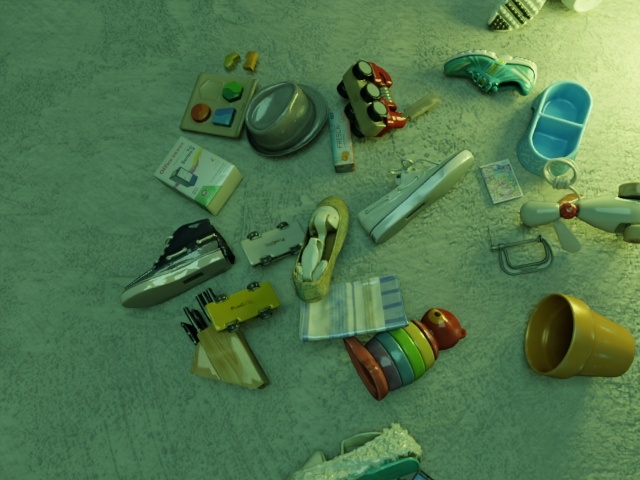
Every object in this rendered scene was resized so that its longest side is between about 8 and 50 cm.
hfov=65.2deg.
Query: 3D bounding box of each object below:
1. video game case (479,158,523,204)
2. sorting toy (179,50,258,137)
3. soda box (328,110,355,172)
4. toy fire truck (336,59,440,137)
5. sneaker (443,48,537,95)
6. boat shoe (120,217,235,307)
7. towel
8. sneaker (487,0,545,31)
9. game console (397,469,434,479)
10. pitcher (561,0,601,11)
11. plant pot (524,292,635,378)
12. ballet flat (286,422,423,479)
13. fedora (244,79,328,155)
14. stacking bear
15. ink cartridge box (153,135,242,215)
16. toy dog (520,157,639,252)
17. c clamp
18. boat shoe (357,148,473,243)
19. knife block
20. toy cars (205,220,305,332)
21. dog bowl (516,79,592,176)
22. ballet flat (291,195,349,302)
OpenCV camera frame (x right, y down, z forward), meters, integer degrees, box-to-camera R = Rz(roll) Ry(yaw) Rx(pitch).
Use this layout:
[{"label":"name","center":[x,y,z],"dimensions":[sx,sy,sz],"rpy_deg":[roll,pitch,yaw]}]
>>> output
[{"label":"video game case","center":[0.524,-0.171,1.453],"dimensions":[0.087,0.011,0.121],"rpy_deg":[-15,73,3]},{"label":"sorting toy","center":[-0.319,-0.486,1.615],"dimensions":[0.229,0.041,0.306],"rpy_deg":[11,76,19]},{"label":"soda box","center":[0.065,-0.301,1.523],"dimensions":[0.063,0.058,0.182],"rpy_deg":[-6,73,5]},{"label":"toy fire truck","center":[0.209,-0.431,1.514],"dimensions":[0.247,0.158,0.216],"rpy_deg":[-5,70,-34]},{"label":"sneaker","center":[0.507,-0.502,1.506],"dimensions":[0.276,0.107,0.109],"rpy_deg":[12,86,11]},{"label":"boat shoe","center":[-0.430,0.064,1.459],"dimensions":[0.341,0.127,0.158],"rpy_deg":[-24,66,-8]},{"label":"towel","center":[0.080,0.176,1.334],"dimensions":[0.285,0.034,0.209],"rpy_deg":[-9,33,7]},{"label":"sneaker","center":[0.643,-0.767,1.542],"dimensions":[0.292,0.110,0.118],"rpy_deg":[-38,34,22]},{"label":"game console","center":[0.245,0.642,1.218],"dimensions":[0.144,0.085,0.124],"rpy_deg":[35,81,14]},{"label":"pitcher","center":[0.772,-0.802,1.556],"dimensions":[0.178,0.125,0.206],"rpy_deg":[-18,61,23]},{"label":"plant pot","center":[0.646,0.252,1.234],"dimensions":[0.188,0.205,0.204],"rpy_deg":[16,76,-5]},{"label":"ballet flat","center":[0.053,0.577,1.254],"dimensions":[0.410,0.147,0.146],"rpy_deg":[-20,73,-2]},{"label":"fedora","center":[-0.123,-0.392,1.520],"dimensions":[0.276,0.124,0.243],"rpy_deg":[-36,66,4]},{"label":"stacking bear","center":[0.233,0.273,1.291],"dimensions":[0.289,0.164,0.175],"rpy_deg":[-27,35,-12]},{"label":"ink cartridge box","center":[-0.374,-0.198,1.531],"dimensions":[0.213,0.093,0.154],"rpy_deg":[31,81,16]},{"label":"toy dog","center":[0.731,-0.070,1.350],"dimensions":[0.334,0.161,0.220],"rpy_deg":[23,86,26]},{"label":"c clamp","center":[0.552,0.025,1.373],"dimensions":[0.161,0.022,0.137],"rpy_deg":[-6,84,13]},{"label":"boat shoe","center":[0.254,-0.161,1.432],"dimensions":[0.367,0.136,0.156],"rpy_deg":[-41,70,5]},{"label":"knife block","center":[-0.255,0.266,1.386],"dimensions":[0.276,0.088,0.241],"rpy_deg":[10,76,10]},{"label":"toy cars","center":[-0.174,0.103,1.404],"dimensions":[0.177,0.087,0.393],"rpy_deg":[25,62,-1]},{"label":"dog bowl","center":[0.684,-0.331,1.446],"dimensions":[0.166,0.074,0.297],"rpy_deg":[21,78,12]},{"label":"ballet flat","center":[0.000,0.000,1.379],"dimensions":[0.123,0.123,0.348],"rpy_deg":[10,63,10]}]
